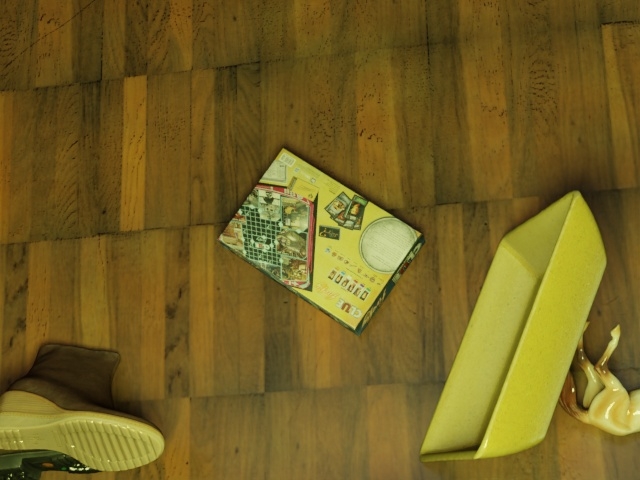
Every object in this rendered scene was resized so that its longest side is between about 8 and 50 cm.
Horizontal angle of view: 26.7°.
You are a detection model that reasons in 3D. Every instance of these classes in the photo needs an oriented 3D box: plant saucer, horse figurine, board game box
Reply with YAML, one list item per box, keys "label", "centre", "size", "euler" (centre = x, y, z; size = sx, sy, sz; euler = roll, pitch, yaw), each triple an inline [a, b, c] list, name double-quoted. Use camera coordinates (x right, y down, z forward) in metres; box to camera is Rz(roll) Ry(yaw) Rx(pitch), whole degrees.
- label: "plant saucer"
  centre: [0.244, 0.130, 1.660]
  size: [0.081, 0.333, 0.333]
  euler: [23, 78, -4]
- label: "horse figurine"
  centre: [0.410, 0.190, 1.712]
  size: [0.263, 0.066, 0.175]
  euler: [0, 94, 3]
- label: "board game box"
  centre: [0.000, 0.000, 1.883]
  size: [0.243, 0.042, 0.165]
  euler: [33, 82, 19]

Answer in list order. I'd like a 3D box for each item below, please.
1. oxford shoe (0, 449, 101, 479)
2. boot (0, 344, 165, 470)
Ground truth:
- label: "oxford shoe"
  centre: [-0.352, 0.271, 1.852]
  size: [0.227, 0.083, 0.096]
  euler: [-5, 59, 5]
- label: "boot"
  centre: [-0.304, 0.209, 1.810]
  size: [0.248, 0.090, 0.207]
  euler: [4, 31, 12]
